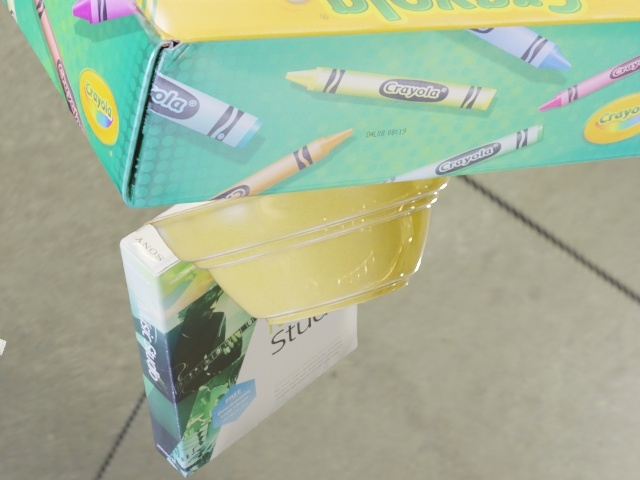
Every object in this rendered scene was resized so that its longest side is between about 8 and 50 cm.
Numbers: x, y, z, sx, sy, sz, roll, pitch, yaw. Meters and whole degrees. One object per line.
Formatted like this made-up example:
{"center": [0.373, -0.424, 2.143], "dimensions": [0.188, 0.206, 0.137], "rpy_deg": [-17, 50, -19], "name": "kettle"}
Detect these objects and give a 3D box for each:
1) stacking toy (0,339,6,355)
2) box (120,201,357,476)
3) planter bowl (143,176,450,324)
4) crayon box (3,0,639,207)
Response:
{"center": [-0.454, 0.157, 1.705], "dimensions": [0.221, 0.052, 0.167], "rpy_deg": [19, 72, -14], "name": "stacking toy"}
{"center": [-0.064, 0.054, 1.500], "dimensions": [0.232, 0.322, 0.058], "rpy_deg": [-37, 57, -25], "name": "box"}
{"center": [0.000, 0.000, 1.071], "dimensions": [0.217, 0.217, 0.090], "rpy_deg": [-17, 92, -26], "name": "planter bowl"}
{"center": [0.015, -0.105, 0.720], "dimensions": [0.278, 0.081, 0.165], "rpy_deg": [-7, 42, -30], "name": "crayon box"}
